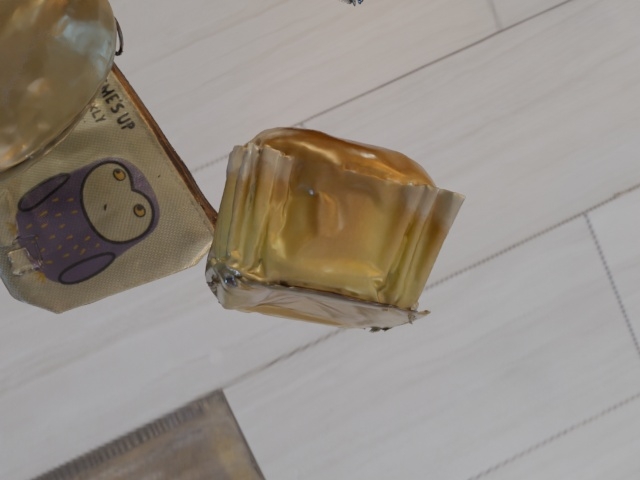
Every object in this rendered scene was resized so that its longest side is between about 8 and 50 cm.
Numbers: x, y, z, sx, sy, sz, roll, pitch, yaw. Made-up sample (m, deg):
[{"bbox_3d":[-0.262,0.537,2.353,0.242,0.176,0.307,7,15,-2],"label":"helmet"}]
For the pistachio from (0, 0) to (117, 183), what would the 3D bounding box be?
[{"bbox_3d":[-0.276,-0.148,0.953,0.136,0.136,0.226,35,78,-13],"label":"pistachio"}]

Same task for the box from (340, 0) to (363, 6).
[{"bbox_3d":[0.061,-0.370,0.876,0.145,0.333,0.173,23,56,-21],"label":"box"}]

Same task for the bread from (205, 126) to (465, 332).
[{"bbox_3d":[0.000,0.000,0.684,0.136,0.241,0.106,13,82,-3],"label":"bread"}]

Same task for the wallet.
[{"bbox_3d":[-0.290,-0.080,1.239,0.275,0.068,0.335,-32,88,-4],"label":"wallet"}]
